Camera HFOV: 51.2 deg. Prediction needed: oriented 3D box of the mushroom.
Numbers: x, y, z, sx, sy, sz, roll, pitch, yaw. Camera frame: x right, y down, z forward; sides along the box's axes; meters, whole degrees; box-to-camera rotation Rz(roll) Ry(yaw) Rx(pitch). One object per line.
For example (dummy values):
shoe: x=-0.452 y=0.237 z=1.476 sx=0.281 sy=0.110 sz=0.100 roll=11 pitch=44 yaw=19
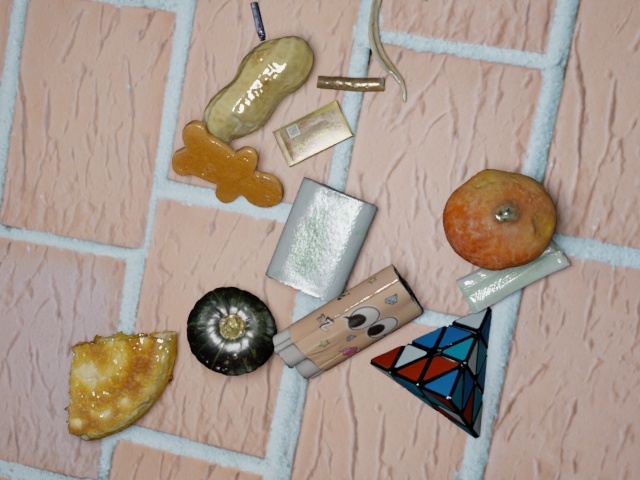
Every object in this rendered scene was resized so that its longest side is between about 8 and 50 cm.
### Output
mushroom: x=0.137 y=-0.442 z=1.403 sx=0.068 sy=0.043 sz=0.306 roll=-1 pitch=95 yaw=33

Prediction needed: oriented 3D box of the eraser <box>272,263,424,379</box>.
eraser: x=0.059 y=0.173 z=1.390 sx=0.291 sy=0.171 sz=0.087 roll=-31 pitch=49 yaw=9

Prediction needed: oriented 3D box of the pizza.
pizza: x=-0.461 y=0.300 z=1.500 sx=0.226 sy=0.086 sz=0.335 roll=43 pitch=96 yaw=9

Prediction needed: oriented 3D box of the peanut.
peanut: x=-0.137 y=-0.316 z=1.402 sx=0.130 sy=0.130 sz=0.290 roll=45 pitch=98 yaw=4

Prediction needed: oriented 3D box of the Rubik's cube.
Rubik's cube: x=0.197 y=0.280 z=1.369 sx=0.234 sy=0.250 sz=0.284 roll=7 pitch=99 yaw=27

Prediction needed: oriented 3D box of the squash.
squash: x=-0.188 y=0.193 z=1.422 sx=0.193 sy=0.156 sz=0.193 roll=-4 pitch=71 yaw=12

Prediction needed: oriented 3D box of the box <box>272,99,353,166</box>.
box: x=-0.017 y=-0.229 z=1.440 sx=0.156 sy=0.022 sz=0.089 roll=-27 pitch=87 yaw=9

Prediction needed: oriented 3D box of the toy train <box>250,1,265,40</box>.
toy train: x=-0.135 y=-0.475 z=1.448 sx=0.017 sy=0.017 sz=0.083 roll=-13 pitch=91 yaw=10

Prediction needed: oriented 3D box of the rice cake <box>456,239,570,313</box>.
rice cake: x=0.398 y=0.066 z=1.383 sx=0.222 sy=0.042 sz=0.080 roll=-29 pitch=84 yaw=10

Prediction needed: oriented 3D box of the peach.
peach: x=0.348 y=-0.044 z=1.293 sx=0.233 sy=0.232 sz=0.232 roll=0 pitch=93 yaw=8

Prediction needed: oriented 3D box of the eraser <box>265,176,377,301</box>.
eraser: x=0.000 y=0.000 z=1.419 sx=0.174 sy=0.081 sz=0.226 roll=23 pitch=97 yaw=7

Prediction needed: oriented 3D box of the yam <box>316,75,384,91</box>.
yam: x=0.063 y=-0.333 z=1.420 sx=0.146 sy=0.032 sz=0.032 roll=5 pitch=93 yaw=9

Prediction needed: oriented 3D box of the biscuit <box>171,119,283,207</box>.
biscuit: x=-0.191 y=-0.150 z=1.427 sx=0.250 sy=0.036 sz=0.165 roll=27 pitch=133 yaw=-11
